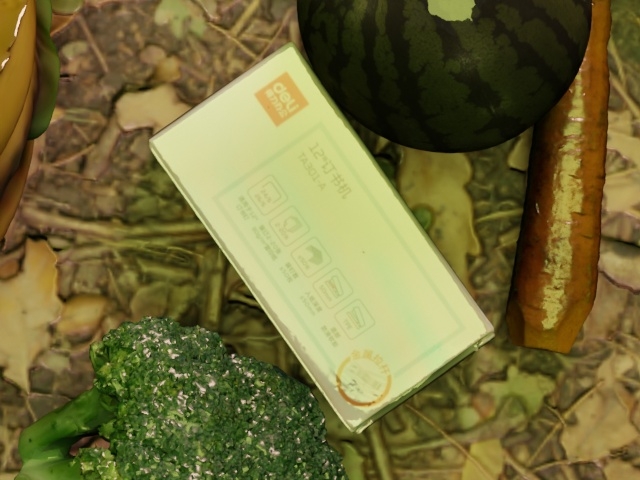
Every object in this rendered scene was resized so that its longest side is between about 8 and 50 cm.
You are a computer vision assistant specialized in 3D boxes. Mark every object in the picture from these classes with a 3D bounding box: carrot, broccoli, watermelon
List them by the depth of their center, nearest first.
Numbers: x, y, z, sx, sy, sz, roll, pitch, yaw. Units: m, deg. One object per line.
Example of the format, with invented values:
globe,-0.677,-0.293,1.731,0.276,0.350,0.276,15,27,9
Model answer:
watermelon,0.088,-0.163,1.320,0.212,0.212,0.212,0,92,-1
broccoli,-0.108,0.195,1.324,0.245,0.265,0.295,-6,101,37
carrot,0.185,-0.074,1.399,0.066,0.066,0.314,7,89,-1

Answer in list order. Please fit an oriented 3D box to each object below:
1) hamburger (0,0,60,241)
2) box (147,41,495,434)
hamburger,-0.361,-0.106,1.257,0.395,0.277,0.396,3,65,-7
box,0.000,0.000,1.386,0.135,0.079,0.269,-36,92,1
